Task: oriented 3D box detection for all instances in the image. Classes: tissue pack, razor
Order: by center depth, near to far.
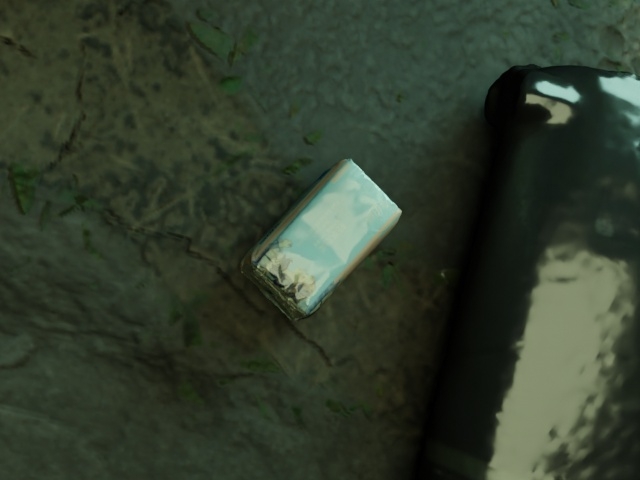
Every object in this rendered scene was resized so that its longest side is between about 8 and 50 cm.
[{"bbox_3d":[0.000,0.000,0.902,0.059,0.074,0.094,44,80,-3],"label":"tissue pack"},{"bbox_3d":[0.181,0.058,0.929,0.204,0.113,0.348,12,85,-12],"label":"razor"}]
